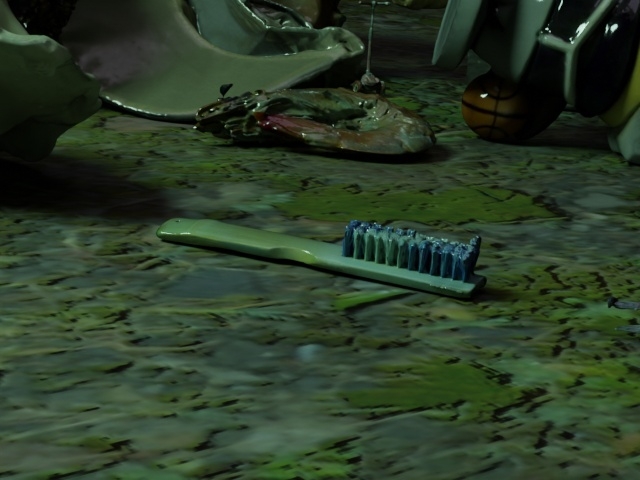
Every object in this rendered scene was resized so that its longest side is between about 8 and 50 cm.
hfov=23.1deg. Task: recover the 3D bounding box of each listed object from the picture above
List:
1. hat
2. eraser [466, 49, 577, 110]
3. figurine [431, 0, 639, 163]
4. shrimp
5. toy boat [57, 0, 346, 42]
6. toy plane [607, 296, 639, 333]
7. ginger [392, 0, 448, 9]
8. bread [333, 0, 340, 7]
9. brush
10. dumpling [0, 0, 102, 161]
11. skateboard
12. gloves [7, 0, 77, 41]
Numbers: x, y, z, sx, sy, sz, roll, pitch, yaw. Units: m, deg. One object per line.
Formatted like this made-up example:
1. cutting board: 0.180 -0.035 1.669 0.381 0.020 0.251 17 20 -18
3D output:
1. hat: -0.097 -0.160 1.292 0.244 0.149 0.214 -34 68 -22
2. eraser: 0.223 -0.189 1.555 0.111 0.077 0.352 10 14 14
3. figurine: 0.212 -0.145 1.225 0.236 0.176 0.133 16 27 -2
4. shrimp: -0.003 -0.086 1.136 0.190 0.042 0.101 1 23 -26
5. toy boat: -0.122 -0.205 1.439 0.293 0.108 0.099 1 -19 -3
6. toy plane: 0.181 0.039 0.754 0.083 0.031 0.078 -8 21 -44
7. ginger: 0.079 -0.262 1.460 0.333 0.081 0.148 16 18 -6
8. bread: -0.068 -0.286 1.578 0.240 0.139 0.240 -11 -21 -4
9. brush: 0.000 0.000 0.829 0.178 0.030 0.033 11 25 15
10. dumpling: -0.242 -0.102 0.923 0.258 0.147 0.193 7 -17 23
11. skateboard: 0.038 -0.175 1.406 0.032 0.083 0.064 0 15 -23
12. gloves: -0.299 -0.220 1.231 0.135 0.210 0.312 36 -15 -38
